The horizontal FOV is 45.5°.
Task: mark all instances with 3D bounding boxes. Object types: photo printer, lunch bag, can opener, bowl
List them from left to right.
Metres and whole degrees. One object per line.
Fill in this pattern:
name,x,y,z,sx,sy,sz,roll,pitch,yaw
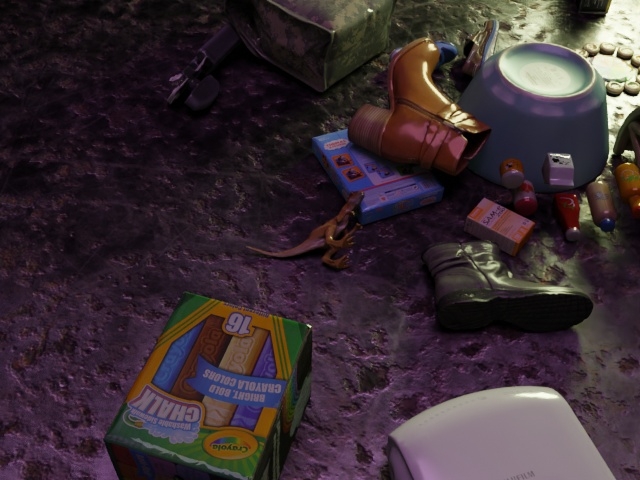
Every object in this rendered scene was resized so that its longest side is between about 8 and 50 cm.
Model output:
can opener,-0.223,-0.358,1.564,0.093,0.074,0.280,39,51,-14
lunch bag,-0.027,-0.470,1.594,0.287,0.169,0.235,34,52,20
photo printer,0.235,0.323,0.920,0.256,0.107,0.307,-13,49,-13
bowl,0.401,-0.253,1.416,0.312,0.163,0.311,1,47,-1

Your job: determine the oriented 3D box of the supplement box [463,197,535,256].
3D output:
supplement box,0.301,-0.024,1.286,0.098,0.036,0.062,29,53,23

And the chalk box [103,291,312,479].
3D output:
chalk box,-0.138,0.241,0.934,0.179,0.180,0.289,15,48,11

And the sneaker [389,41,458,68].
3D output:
sneaker,0.219,-0.376,1.596,0.144,0.053,0.059,-11,48,-1

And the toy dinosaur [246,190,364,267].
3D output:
toy dinosaur,0.000,0.000,1.254,0.211,0.064,0.112,-34,45,-14

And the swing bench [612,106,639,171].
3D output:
swing bench,0.685,-0.139,1.321,0.253,0.165,0.254,0,47,-2

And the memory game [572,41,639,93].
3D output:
memory game,0.624,-0.372,1.632,0.186,0.012,0.186,1,48,-1

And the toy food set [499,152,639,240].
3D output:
toy food set,0.417,-0.069,1.280,0.232,0.111,0.104,5,47,-1

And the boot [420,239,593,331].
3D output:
boot,0.287,0.056,1.189,0.247,0.083,0.161,1,42,-3

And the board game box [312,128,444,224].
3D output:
board game box,0.099,-0.130,1.375,0.160,0.039,0.211,-17,51,-17

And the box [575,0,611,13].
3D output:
box,0.646,-0.729,1.751,0.079,0.322,0.257,2,47,1

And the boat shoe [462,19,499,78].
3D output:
boat shoe,0.339,-0.415,1.625,0.066,0.066,0.183,11,48,10

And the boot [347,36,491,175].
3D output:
boot,0.208,-0.242,1.370,0.220,0.109,0.283,23,56,26
